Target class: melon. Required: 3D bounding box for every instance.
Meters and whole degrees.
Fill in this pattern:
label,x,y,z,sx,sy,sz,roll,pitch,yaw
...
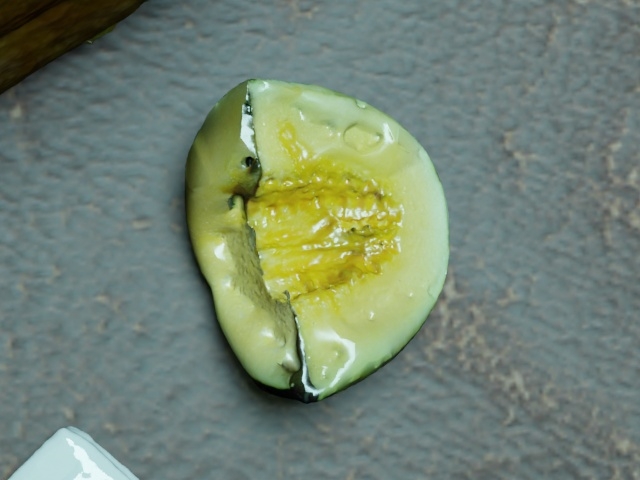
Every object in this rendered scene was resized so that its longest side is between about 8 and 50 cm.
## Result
label,x,y,z,sx,sy,sz,roll,pitch,yaw
melon,0.000,0.000,0.830,0.128,0.079,0.160,-10,84,-26

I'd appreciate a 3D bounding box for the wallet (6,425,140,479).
label,x,y,z,sx,sy,sz,roll,pitch,yaw
wallet,-0.104,0.194,0.815,0.183,0.032,0.124,44,79,0

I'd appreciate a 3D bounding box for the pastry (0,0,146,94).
label,x,y,z,sx,sy,sz,roll,pitch,yaw
pastry,-0.162,-0.153,0.704,0.356,0.356,0.164,-31,95,-9
